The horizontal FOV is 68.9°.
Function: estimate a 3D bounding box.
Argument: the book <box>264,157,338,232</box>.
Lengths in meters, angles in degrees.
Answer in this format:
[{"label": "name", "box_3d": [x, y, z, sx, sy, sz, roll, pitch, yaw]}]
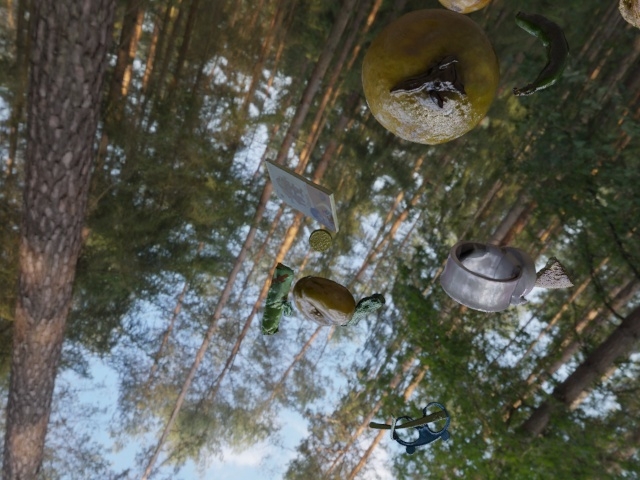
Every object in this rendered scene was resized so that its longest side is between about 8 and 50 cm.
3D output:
[{"label": "book", "box_3d": [-0.063, -0.157, 1.625, 0.295, 0.208, 0.020, 31, -115, 27]}]

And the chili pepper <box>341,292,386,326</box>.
[{"label": "chili pepper", "box_3d": [0.163, 0.284, 1.884, 0.098, 0.224, 0.061, 18, -138, -41]}]

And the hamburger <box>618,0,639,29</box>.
[{"label": "hamburger", "box_3d": [1.133, -0.808, 1.467, 0.314, 0.290, 0.170, -15, -140, 15]}]

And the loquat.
[{"label": "loquat", "box_3d": [0.189, -0.280, 0.814, 0.244, 0.244, 0.244, 19, -155, -9]}]

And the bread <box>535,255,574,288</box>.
[{"label": "bread", "box_3d": [0.881, 0.134, 1.736, 0.136, 0.154, 0.054, 24, -136, 1]}]

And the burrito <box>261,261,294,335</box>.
[{"label": "burrito", "box_3d": [-0.140, 0.216, 1.639, 0.104, 0.288, 0.054, 18, -164, 7]}]

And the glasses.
[{"label": "glasses", "box_3d": [0.261, 0.549, 1.426, 0.207, 0.239, 0.102, 34, -141, -21]}]

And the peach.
[{"label": "peach", "box_3d": [0.009, 0.229, 1.772, 0.251, 0.251, 0.153, 22, -116, -4]}]

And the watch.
[{"label": "watch", "box_3d": [0.445, 0.100, 1.320, 0.231, 0.196, 0.244, -5, -147, -21]}]

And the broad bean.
[{"label": "broad bean", "box_3d": [0.623, -0.540, 1.321, 0.144, 0.292, 0.049, 1, 162, 22]}]

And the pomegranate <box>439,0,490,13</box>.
[{"label": "pomegranate", "box_3d": [0.498, -0.923, 1.590, 0.264, 0.264, 0.264, 19, -155, -9]}]

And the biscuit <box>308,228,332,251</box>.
[{"label": "biscuit", "box_3d": [0.000, 0.000, 1.638, 0.084, 0.084, 0.023, 22, -163, -4]}]
